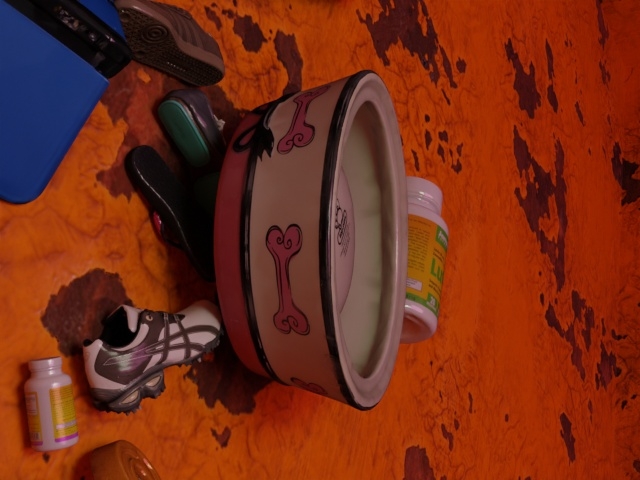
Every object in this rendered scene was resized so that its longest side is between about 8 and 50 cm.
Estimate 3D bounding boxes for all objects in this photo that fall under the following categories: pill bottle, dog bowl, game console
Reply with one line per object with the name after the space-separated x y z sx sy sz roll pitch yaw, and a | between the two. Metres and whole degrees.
-0.254 0.153 0.788 0.043 0.043 0.083 -6 88 -58 | pill bottle
0.000 0.000 1.041 0.408 0.150 0.408 1 90 -73 | dog bowl
-0.336 -0.220 0.760 0.293 0.173 0.250 37 22 -48 | game console
0.131 0.026 1.332 0.136 0.136 0.246 45 48 -44 | pill bottle

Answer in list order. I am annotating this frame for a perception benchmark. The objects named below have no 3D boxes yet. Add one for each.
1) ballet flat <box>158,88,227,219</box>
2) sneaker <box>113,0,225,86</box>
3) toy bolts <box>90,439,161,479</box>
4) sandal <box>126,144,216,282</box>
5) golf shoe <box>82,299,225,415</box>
-0.128 -0.093 1.020 0.074 0.074 0.203 -47 120 -51 | ballet flat
-0.185 -0.245 0.985 0.188 0.066 0.071 29 42 -57 | sneaker
-0.202 0.333 0.795 0.228 0.158 0.218 55 0 -21 | toy bolts
-0.170 -0.028 0.975 0.179 0.040 0.067 56 33 -12 | sandal
-0.173 0.099 0.897 0.198 0.077 0.094 -43 119 -54 | golf shoe
